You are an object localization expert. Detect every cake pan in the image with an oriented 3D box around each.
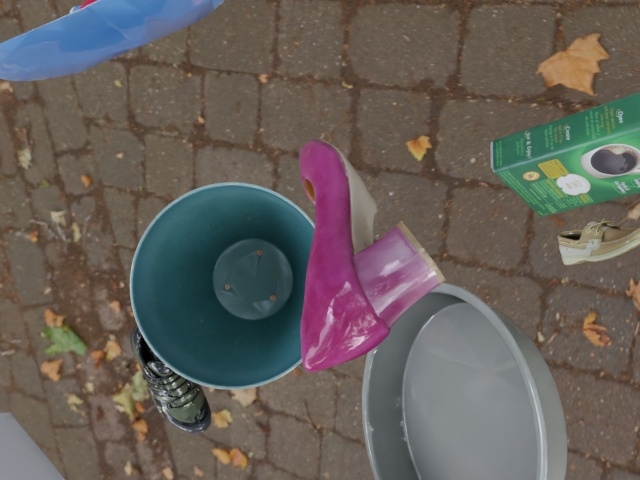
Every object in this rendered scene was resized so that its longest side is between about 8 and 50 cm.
[{"bbox_3d":[0.141,0.191,0.676,0.293,0.054,0.293,-7,82,61],"label":"cake pan"}]

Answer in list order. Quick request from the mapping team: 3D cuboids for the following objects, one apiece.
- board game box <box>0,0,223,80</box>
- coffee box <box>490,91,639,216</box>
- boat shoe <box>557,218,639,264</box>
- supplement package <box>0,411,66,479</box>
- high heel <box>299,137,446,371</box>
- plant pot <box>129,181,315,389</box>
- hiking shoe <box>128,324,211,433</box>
[{"bbox_3d":[-0.141,-0.155,0.425,0.168,0.133,0.033,-23,98,1],"label":"board game box"},{"bbox_3d":[0.268,-0.080,0.595,0.184,0.113,0.040,-16,57,39],"label":"coffee box"},{"bbox_3d":[0.334,-0.001,0.772,0.045,0.050,0.135,65,157,2],"label":"boat shoe"},{"bbox_3d":[-0.369,0.301,0.623,0.261,0.204,0.145,18,104,45],"label":"supplement package"},{"bbox_3d":[0.000,0.000,0.528,0.117,0.082,0.244,-37,42,3],"label":"high heel"},{"bbox_3d":[-0.119,0.065,0.989,0.290,0.195,0.290,0,89,3],"label":"plant pot"},{"bbox_3d":[-0.268,0.241,1.114,0.227,0.086,0.114,54,163,6],"label":"hiking shoe"}]
